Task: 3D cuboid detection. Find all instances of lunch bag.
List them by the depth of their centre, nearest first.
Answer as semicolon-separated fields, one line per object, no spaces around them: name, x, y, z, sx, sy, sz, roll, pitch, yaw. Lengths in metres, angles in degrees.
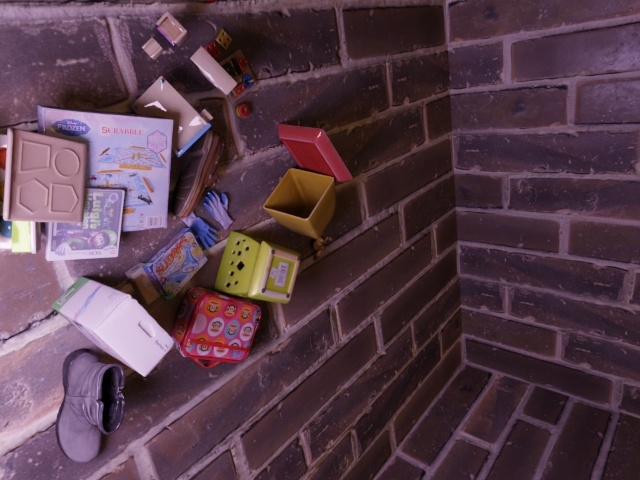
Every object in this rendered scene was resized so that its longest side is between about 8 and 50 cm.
lunch bag;-0.362;0.312;1.560;0.293;0.120;0.258;24;83;-47

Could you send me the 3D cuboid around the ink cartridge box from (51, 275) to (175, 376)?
ink cartridge box;-0.548;0.221;1.193;0.117;0.278;0.201;-52;132;-30

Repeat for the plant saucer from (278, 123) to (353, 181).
plant saucer;-0.031;-0.321;1.709;0.048;0.259;0.258;-53;133;-16

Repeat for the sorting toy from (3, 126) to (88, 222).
sorting toy;-0.615;-0.138;1.015;0.208;0.038;0.193;-3;99;-72

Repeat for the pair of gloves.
pair of gloves;-0.374;-0.073;1.535;0.198;0.023;0.159;-52;133;-28

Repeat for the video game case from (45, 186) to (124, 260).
video game case;-0.602;-0.043;1.160;0.173;0.022;0.191;-3;112;-45

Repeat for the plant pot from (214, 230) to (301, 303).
plant pot;-0.209;0.107;1.622;0.227;0.207;0.228;21;80;-49

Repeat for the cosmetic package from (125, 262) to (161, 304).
cosmetic package;-0.535;0.131;1.372;0.060;0.041;0.115;-43;127;-37

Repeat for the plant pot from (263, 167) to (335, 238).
plant pot;-0.058;-0.126;1.765;0.212;0.212;0.187;-58;147;-24

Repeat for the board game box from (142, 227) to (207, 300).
board game box;-0.454;0.071;1.427;0.201;0.035;0.136;-57;136;-44

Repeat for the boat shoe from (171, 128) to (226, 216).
boat shoe;-0.374;-0.207;1.439;0.104;0.110;0.307;28;76;-47

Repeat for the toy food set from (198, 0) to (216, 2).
toy food set;-0.314;-0.801;1.391;0.232;0.111;0.105;-29;119;-40

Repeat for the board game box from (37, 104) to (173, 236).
board game box;-0.562;-0.179;1.200;0.318;0.066;0.318;-7;114;-44

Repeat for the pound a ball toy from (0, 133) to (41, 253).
pound a ball toy;-0.755;-0.133;1.021;0.208;0.135;0.319;-1;97;-26

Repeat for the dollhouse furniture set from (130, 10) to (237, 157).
dollhouse furniture set;-0.439;-0.450;1.355;0.303;0.198;0.286;-44;111;5

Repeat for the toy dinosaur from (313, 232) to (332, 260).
toy dinosaur;0.000;0.000;1.960;0.092;0.053;0.183;-23;114;-43

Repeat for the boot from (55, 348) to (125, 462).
boot;-0.611;0.475;1.212;0.118;0.222;0.338;-11;106;-48

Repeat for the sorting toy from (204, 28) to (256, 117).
sorting toy;-0.281;-0.566;1.528;0.132;0.046;0.275;-49;130;-32
